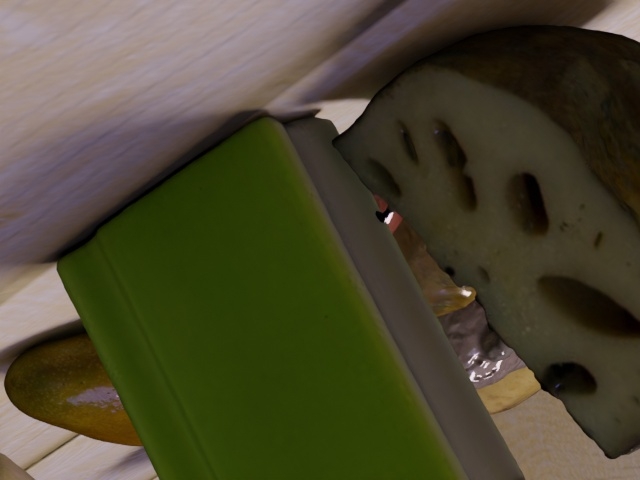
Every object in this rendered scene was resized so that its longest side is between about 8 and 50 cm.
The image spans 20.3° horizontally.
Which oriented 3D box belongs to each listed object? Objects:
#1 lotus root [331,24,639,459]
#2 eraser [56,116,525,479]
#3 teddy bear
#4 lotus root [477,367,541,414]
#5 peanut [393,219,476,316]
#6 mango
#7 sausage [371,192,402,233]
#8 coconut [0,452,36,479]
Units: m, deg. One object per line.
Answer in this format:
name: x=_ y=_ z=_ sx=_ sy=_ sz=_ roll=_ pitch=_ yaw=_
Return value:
lotus root: x=0.192 y=-0.032 z=1.153 sx=0.149 sy=0.267 sz=0.260 roll=-47 pitch=167 yaw=34
eraser: x=-0.025 y=0.084 z=1.125 sx=0.210 sy=0.274 sz=0.092 roll=-32 pitch=169 yaw=29
teddy bear: x=0.154 y=0.056 z=1.702 sx=0.236 sy=0.151 sz=0.267 roll=-61 pitch=165 yaw=21
lotus root: x=0.207 y=0.087 z=1.928 sx=0.146 sy=0.160 sz=0.284 roll=-3 pitch=148 yaw=-29
peanut: x=0.113 y=-0.020 z=1.391 sx=0.120 sy=0.110 sz=0.236 roll=26 pitch=139 yaw=-18
mango: x=-0.154 y=0.112 z=1.433 sx=0.136 sy=0.099 sz=0.227 roll=-25 pitch=162 yaw=30
sausage: x=0.000 y=0.000 z=1.316 sx=0.077 sy=0.077 sz=0.194 roll=-19 pitch=165 yaw=-33
coconut: x=-0.343 y=0.384 z=1.567 sx=0.415 sy=0.415 sz=0.345 roll=-19 pitch=177 yaw=-31
